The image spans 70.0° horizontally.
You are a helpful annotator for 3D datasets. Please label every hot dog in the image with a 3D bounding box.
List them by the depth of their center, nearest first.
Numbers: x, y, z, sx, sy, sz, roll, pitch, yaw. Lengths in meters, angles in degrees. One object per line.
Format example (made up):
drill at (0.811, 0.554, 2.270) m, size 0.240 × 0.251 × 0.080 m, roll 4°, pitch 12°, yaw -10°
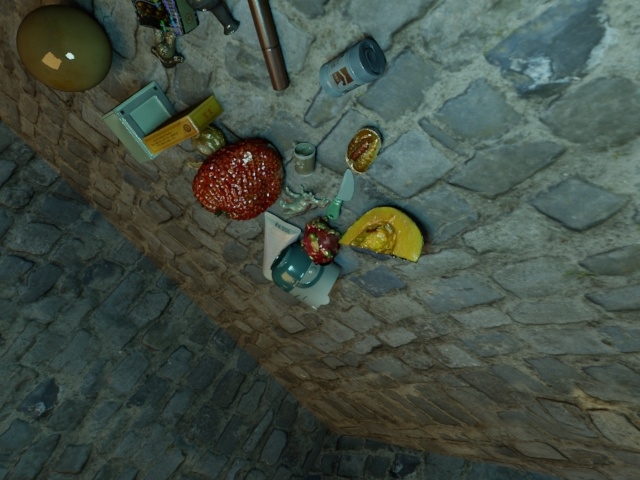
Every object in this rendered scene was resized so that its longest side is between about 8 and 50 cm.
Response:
hot dog at (0.133, -0.278, 1.412) m, size 0.099 × 0.053 × 0.192 m, roll 33°, pitch 150°, yaw 1°

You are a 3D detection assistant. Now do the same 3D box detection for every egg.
egg at (-0.953, -0.708, 1.699) m, size 0.373 × 0.301 × 0.301 m, roll 13°, pitch 140°, yaw 33°

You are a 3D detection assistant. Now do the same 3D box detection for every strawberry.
strawberry at (-0.287, -0.240, 1.719) m, size 0.312 × 0.267 × 0.351 m, roll 23°, pitch 128°, yaw -39°

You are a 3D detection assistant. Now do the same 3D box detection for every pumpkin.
pumpkin at (0.230, -0.036, 1.585) m, size 0.312 × 0.148 × 0.169 m, roll 13°, pitch 100°, yaw 27°

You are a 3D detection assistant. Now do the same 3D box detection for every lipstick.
lipstick at (-0.156, -0.601, 1.292) m, size 0.057 × 0.057 × 0.357 m, roll 17°, pitch 142°, yaw 30°

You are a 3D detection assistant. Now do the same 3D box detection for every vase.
vase at (-0.302, -0.676, 1.305) m, size 0.120 × 0.120 × 0.183 m, roll 9°, pitch 155°, yaw 38°

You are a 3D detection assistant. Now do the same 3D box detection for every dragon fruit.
dragon fruit at (0.000, 0.000, 1.794) m, size 0.166 × 0.160 × 0.172 m, roll 32°, pitch 156°, yaw 54°

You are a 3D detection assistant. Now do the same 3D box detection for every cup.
cup at (-0.067, -0.281, 1.579) m, size 0.102 × 0.074 × 0.099 m, roll 26°, pitch 146°, yaw 18°
cup at (-0.078, 0.148, 1.965) m, size 0.257 × 0.219 × 0.289 m, roll 35°, pitch 160°, yaw -12°

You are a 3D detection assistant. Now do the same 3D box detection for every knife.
knife at (0.079, -0.157, 1.637) m, size 0.063 × 0.035 × 0.260 m, roll 31°, pitch 144°, yaw 3°

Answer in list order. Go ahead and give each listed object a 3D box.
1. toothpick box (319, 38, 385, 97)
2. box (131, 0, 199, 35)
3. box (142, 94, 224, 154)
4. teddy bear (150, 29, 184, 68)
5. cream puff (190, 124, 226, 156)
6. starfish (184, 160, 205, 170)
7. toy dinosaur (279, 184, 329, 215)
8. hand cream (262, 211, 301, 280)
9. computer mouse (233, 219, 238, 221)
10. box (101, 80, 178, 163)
toothpick box at (0.082, -0.449, 1.205) m, size 0.153 × 0.101 × 0.101 m, roll -10°, pitch 124°, yaw 49°
box at (-0.497, -0.792, 1.358) m, size 0.198 × 0.084 × 0.310 m, roll 22°, pitch 144°, yaw 23°
box at (-0.509, -0.425, 1.688) m, size 0.274 × 0.174 × 0.076 m, roll -12°, pitch 125°, yaw 35°
teddy bear at (-0.529, -0.651, 1.565) m, size 0.119 × 0.078 × 0.160 m, roll 15°, pitch 150°, yaw -3°
cream puff at (-0.427, -0.388, 1.771) m, size 0.143 × 0.103 × 0.126 m, roll 16°, pitch 155°, yaw 30°
starfish at (-0.444, -0.270, 1.971) m, size 0.302 × 0.060 × 0.299 m, roll 15°, pitch 147°, yaw 23°
toy dinosaur at (-0.083, -0.134, 1.793) m, size 0.167 × 0.053 × 0.242 m, roll 33°, pitch 139°, yaw -5°
hand cream at (-0.191, 0.036, 2.076) m, size 0.185 × 0.118 × 0.359 m, roll 30°, pitch 135°, yaw 15°
computer mouse at (-0.388, -0.128, 2.112) m, size 0.066 × 0.039 × 0.096 m, roll 34°, pitch 140°, yaw 5°
box at (-0.683, -0.466, 1.808) m, size 0.117 × 0.225 × 0.225 m, roll -3°, pitch 131°, yaw 44°
